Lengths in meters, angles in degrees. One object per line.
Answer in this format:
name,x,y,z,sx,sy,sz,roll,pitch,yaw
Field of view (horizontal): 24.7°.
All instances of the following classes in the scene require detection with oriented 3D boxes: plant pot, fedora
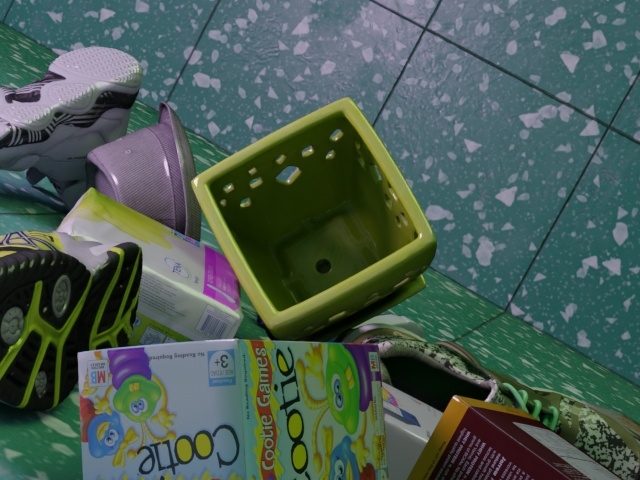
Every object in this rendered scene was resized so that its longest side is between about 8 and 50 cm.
plant pot,0.000,0.000,1.790,0.227,0.228,0.207,61,-5,21
fedora,-0.250,-0.061,1.970,0.124,0.244,0.275,-4,30,-18

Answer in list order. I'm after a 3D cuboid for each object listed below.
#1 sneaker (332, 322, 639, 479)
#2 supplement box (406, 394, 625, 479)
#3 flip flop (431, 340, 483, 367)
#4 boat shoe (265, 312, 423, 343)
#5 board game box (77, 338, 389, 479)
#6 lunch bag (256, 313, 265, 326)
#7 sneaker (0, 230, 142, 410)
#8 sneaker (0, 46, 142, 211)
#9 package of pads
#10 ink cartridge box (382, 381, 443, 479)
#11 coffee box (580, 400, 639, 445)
sneaker,0.202,0.216,1.725,0.410,0.158,0.182,20,-10,-5
supplement box,0.171,0.270,1.259,0.194,0.191,0.129,34,10,38
flip flop,0.221,0.232,2.040,0.080,0.112,0.277,-11,34,-34
boat shoe,0.033,0.133,2.000,0.102,0.108,0.301,35,17,31
board game box,-0.062,0.155,1.191,0.144,0.142,0.275,-6,-6,23
lunch bag,-0.019,0.063,2.070,0.096,0.151,0.129,46,13,13
sneaker,-0.283,0.065,1.335,0.147,0.145,0.384,9,3,9
sneaker,-0.399,-0.120,2.017,0.137,0.210,0.365,33,43,31
package of pads,-0.211,0.041,1.724,0.229,0.101,0.296,27,8,-10
ink cartridge box,0.056,0.214,1.587,0.212,0.093,0.154,26,9,-3
coffee box,0.485,0.349,2.162,0.141,0.098,0.246,21,11,-43
